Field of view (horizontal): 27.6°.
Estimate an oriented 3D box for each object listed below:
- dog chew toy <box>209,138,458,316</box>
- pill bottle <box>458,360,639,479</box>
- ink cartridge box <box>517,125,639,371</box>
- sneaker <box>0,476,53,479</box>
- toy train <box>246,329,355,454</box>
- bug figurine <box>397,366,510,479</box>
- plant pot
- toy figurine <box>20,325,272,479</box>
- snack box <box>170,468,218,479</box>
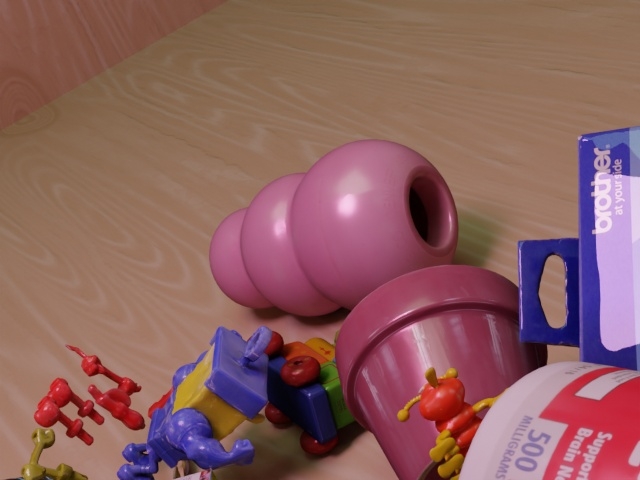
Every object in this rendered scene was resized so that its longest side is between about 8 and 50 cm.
[{"bbox_3d":[0.000,0.000,1.580,0.332,0.206,0.206,-15,26,38],"label":"dog chew toy"},{"bbox_3d":[0.305,0.218,0.855,0.408,0.229,0.229,6,39,47],"label":"pill bottle"},{"bbox_3d":[0.369,0.033,1.105,0.395,0.151,0.270,-9,69,31],"label":"ink cartridge box"},{"bbox_3d":[-0.330,0.308,1.421,0.267,0.101,0.106,-3,11,39],"label":"sneaker"},{"bbox_3d":[-0.009,0.131,1.449,0.143,0.105,0.248,-23,24,-21],"label":"toy train"},{"bbox_3d":[0.062,0.242,1.039,0.279,0.216,0.072,-33,12,-16],"label":"bug figurine"},{"bbox_3d":[0.126,0.153,1.197,0.201,0.201,0.180,-22,41,6],"label":"plant pot"},{"bbox_3d":[-0.139,0.158,1.283,0.217,0.191,0.362,-43,13,12],"label":"toy figurine"},{"bbox_3d":[-0.096,0.322,1.067,0.070,0.174,0.207,-19,26,14],"label":"snack box"}]
